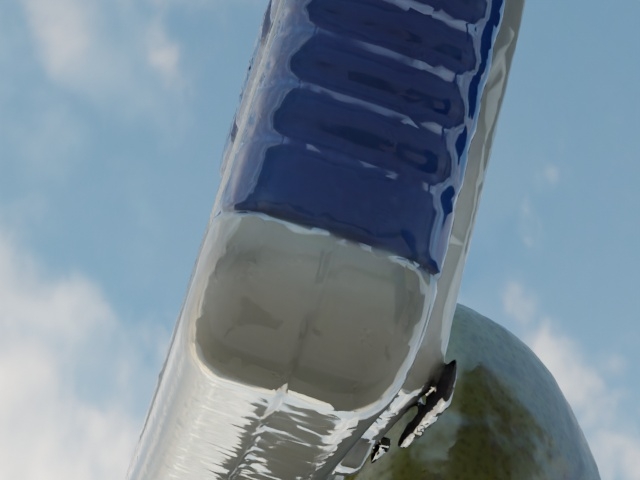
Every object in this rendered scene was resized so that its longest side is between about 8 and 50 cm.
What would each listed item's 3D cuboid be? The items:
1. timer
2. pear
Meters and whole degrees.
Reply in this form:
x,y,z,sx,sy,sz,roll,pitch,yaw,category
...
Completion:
x,y,z,sx,sy,sz,roll,pitch,yaw,category
0.000,0.000,0.495,0.078,0.178,0.253,17,-23,-5,timer
0.040,0.138,0.744,0.188,0.229,0.211,-20,-41,24,pear
